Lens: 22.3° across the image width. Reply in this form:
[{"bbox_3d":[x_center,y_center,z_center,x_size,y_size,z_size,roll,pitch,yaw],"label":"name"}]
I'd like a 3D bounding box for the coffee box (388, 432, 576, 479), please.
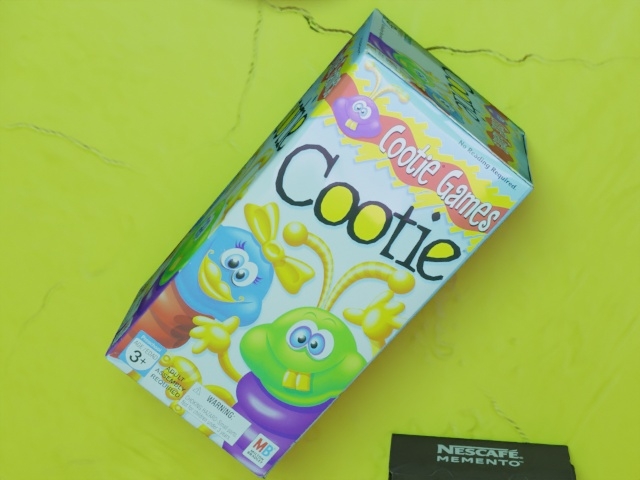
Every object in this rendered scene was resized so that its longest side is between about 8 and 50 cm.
[{"bbox_3d":[0.115,0.280,1.228,0.141,0.098,0.246,4,110,3],"label":"coffee box"}]

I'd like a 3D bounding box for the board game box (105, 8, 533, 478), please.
[{"bbox_3d":[0.000,0.000,1.116,0.142,0.144,0.275,39,107,-9],"label":"board game box"}]
